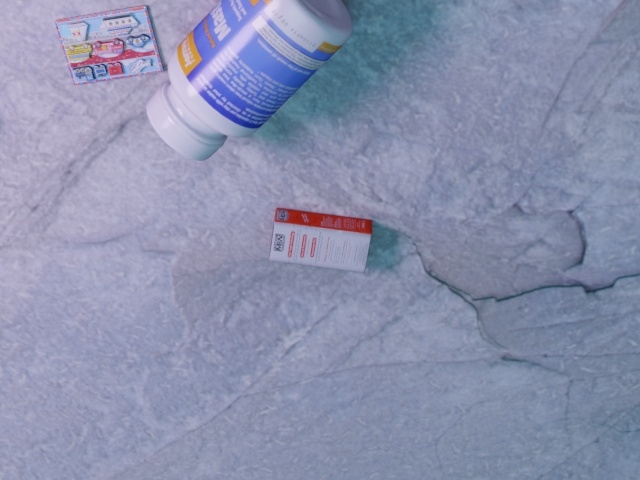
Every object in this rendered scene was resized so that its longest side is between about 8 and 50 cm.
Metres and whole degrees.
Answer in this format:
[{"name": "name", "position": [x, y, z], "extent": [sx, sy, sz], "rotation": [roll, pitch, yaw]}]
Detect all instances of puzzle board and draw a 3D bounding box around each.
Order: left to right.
[{"name": "puzzle board", "position": [-0.285, -0.261, 1.797], "extent": [0.128, 0.011, 0.096], "rotation": [-8, 122, 7]}]

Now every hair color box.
[{"name": "hair color box", "position": [0.000, 0.000, 1.928], "extent": [0.141, 0.043, 0.072], "rotation": [8, 122, -3]}]

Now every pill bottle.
[{"name": "pill bottle", "position": [-0.100, -0.231, 1.723], "extent": [0.152, 0.152, 0.272], "rotation": [39, 116, -19]}]
